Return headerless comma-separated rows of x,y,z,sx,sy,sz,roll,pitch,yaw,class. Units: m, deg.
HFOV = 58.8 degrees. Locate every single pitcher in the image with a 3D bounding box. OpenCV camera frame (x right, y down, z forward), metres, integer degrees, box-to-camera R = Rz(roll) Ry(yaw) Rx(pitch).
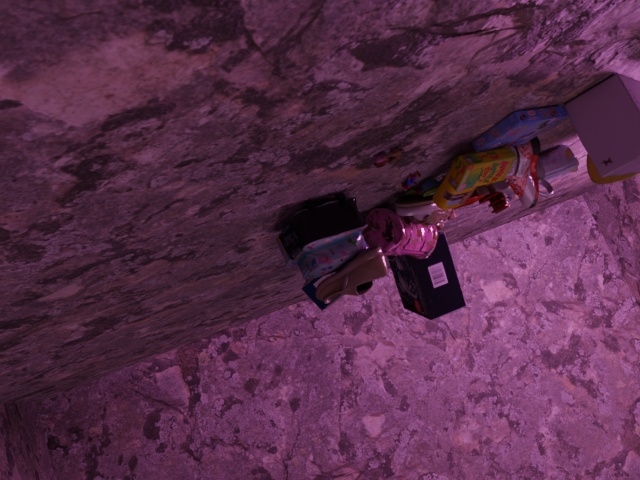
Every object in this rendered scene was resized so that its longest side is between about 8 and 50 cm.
0.683,-0.208,1.918,0.207,0.178,0.126,-15,150,-37,pitcher

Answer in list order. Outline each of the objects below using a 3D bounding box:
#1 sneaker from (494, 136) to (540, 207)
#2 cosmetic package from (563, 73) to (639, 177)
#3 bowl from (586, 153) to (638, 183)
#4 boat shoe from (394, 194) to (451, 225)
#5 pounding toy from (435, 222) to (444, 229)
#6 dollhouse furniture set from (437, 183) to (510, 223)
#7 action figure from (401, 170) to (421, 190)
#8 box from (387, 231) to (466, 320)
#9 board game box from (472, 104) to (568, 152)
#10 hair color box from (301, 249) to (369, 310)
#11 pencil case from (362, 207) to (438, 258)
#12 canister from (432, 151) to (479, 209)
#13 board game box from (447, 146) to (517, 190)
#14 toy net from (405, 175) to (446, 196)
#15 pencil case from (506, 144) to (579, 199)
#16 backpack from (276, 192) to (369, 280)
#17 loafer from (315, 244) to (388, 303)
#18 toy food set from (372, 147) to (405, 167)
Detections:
0.594,-0.198,1.764,0.144,0.090,0.270,-18,132,-3,sneaker
0.897,-0.325,1.645,0.453,0.230,0.161,-11,164,-48,cosmetic package
1.042,-0.339,1.962,0.289,0.156,0.289,-33,-167,8,bowl
0.353,-0.100,1.883,0.302,0.104,0.113,-12,-160,-43,boat shoe
0.398,-0.033,2.250,0.269,0.155,0.154,-18,173,-22,pounding toy
0.560,-0.149,2.066,0.259,0.135,0.262,-15,167,-34,dollhouse furniture set
0.263,-0.169,1.668,0.038,0.030,0.115,-25,172,-12,action figure
0.453,0.143,2.515,0.178,0.344,0.312,-20,-173,-11,box
0.541,-0.302,1.541,0.211,0.039,0.160,-15,168,-34,board game box
0.072,0.077,1.869,0.174,0.105,0.347,-40,-174,24,hair color box
0.284,-0.020,1.988,0.167,0.160,0.386,20,-173,30,pencil case
0.420,-0.175,1.696,0.126,0.073,0.170,-17,150,-28,canister
0.446,-0.198,1.563,0.181,0.043,0.092,-14,142,-28,board game box
0.377,-0.167,1.852,0.122,0.045,0.232,-31,166,38,toy net
0.807,-0.253,2.109,0.273,0.114,0.124,-25,-169,7,pencil case
0.000,0.000,1.576,0.225,0.191,0.253,-18,174,-25,backpack
0.084,0.114,1.547,0.101,0.092,0.268,-21,165,-45,loafer
0.157,-0.197,1.348,0.077,0.019,0.122,-20,177,-8,toy food set
